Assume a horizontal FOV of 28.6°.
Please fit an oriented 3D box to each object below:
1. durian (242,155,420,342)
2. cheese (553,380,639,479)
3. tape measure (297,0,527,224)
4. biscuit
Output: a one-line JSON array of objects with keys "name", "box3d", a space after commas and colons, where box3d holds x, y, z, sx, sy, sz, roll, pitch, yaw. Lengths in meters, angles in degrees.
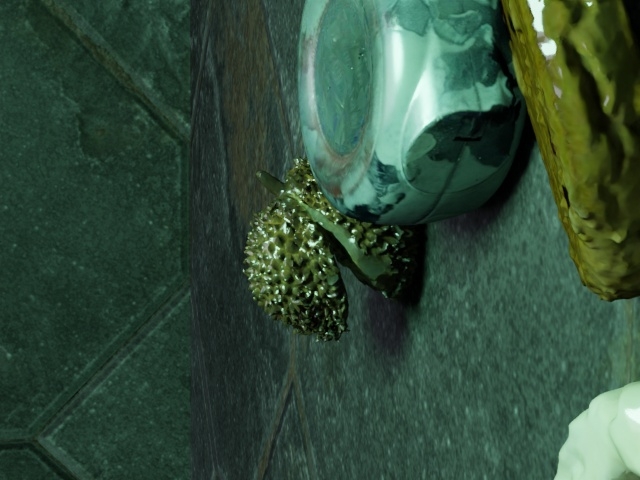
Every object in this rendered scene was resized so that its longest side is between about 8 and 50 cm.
[{"name": "durian", "box3d": [0.000, 0.000, 1.282, 0.167, 0.196, 0.196, -178, 87, -69]}, {"name": "cheese", "box3d": [0.219, 0.198, 0.551, 0.332, 0.153, 0.292, -135, 46, -67]}, {"name": "tape measure", "box3d": [0.081, -0.144, 1.077, 0.275, 0.147, 0.256, 144, 122, -68]}, {"name": "biscuit", "box3d": [0.159, -0.101, 0.765, 0.296, 0.075, 0.296, -16, -90, -80]}]
